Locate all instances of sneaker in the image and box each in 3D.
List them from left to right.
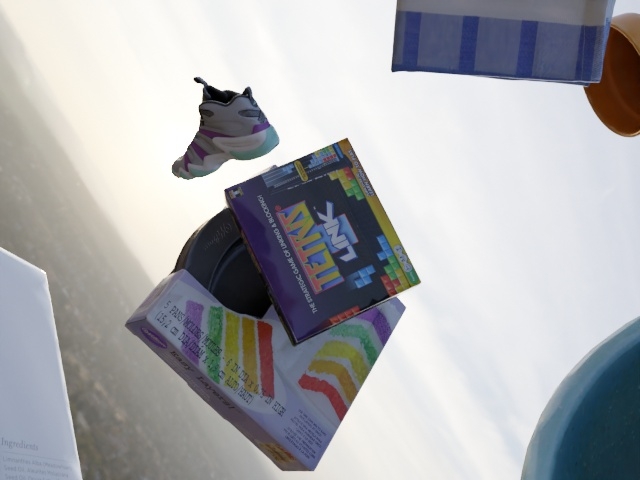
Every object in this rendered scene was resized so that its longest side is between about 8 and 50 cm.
[{"bbox_3d":[-0.083,-0.088,0.506,0.069,0.098,0.038,65,28,-19],"label":"sneaker"}]

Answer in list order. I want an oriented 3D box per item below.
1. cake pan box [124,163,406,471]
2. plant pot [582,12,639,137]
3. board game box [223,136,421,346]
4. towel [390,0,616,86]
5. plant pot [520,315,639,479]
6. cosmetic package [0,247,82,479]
[{"bbox_3d":[-0.050,0.082,0.772,0.267,0.246,0.070,48,-36,-17],"label":"cake pan box"},{"bbox_3d":[0.585,-0.306,1.169,0.205,0.187,0.205,158,-90,-85],"label":"plant pot"},{"bbox_3d":[0.000,0.000,0.689,0.170,0.141,0.048,63,-13,9],"label":"board game box"},{"bbox_3d":[0.176,-0.289,0.613,0.034,0.209,0.285,-66,161,-70],"label":"towel"},{"bbox_3d":[0.283,0.230,0.283,0.341,0.341,0.334,37,-30,60],"label":"plant pot"},{"bbox_3d":[-0.404,0.243,0.731,0.161,0.229,0.454,54,13,-63],"label":"cosmetic package"}]
